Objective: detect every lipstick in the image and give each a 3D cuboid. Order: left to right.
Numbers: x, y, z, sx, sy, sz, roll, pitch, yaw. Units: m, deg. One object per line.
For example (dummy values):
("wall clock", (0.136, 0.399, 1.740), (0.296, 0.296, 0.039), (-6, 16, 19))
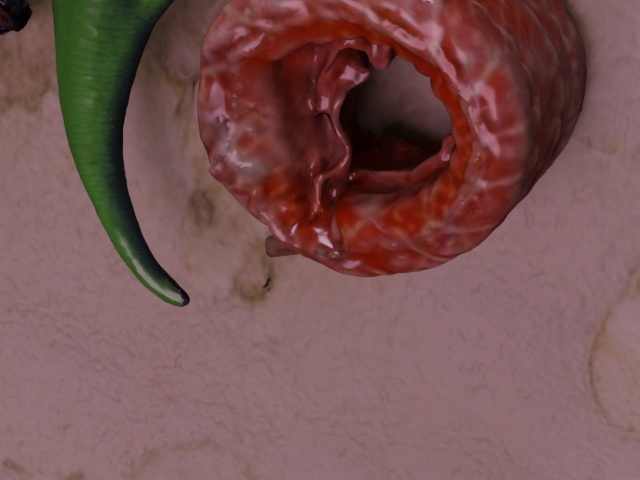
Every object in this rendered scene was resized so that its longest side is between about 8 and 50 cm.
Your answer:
("lipstick", (0.000, 0.000, 1.213), (0.094, 0.019, 0.019), (-7, 114, 30))

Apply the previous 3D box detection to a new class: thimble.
("thimble", (0.045, -0.099, 1.043), (0.239, 0.162, 0.239), (12, 122, 20))

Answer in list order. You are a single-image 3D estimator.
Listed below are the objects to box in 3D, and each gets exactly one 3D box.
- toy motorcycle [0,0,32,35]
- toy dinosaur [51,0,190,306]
("toy motorcycle", (-0.325, -0.221, 1.192), (0.215, 0.080, 0.122), (24, 163, 22))
("toy dinosaur", (-0.077, -0.219, 1.083), (0.374, 0.144, 0.500), (-20, 110, 25))
